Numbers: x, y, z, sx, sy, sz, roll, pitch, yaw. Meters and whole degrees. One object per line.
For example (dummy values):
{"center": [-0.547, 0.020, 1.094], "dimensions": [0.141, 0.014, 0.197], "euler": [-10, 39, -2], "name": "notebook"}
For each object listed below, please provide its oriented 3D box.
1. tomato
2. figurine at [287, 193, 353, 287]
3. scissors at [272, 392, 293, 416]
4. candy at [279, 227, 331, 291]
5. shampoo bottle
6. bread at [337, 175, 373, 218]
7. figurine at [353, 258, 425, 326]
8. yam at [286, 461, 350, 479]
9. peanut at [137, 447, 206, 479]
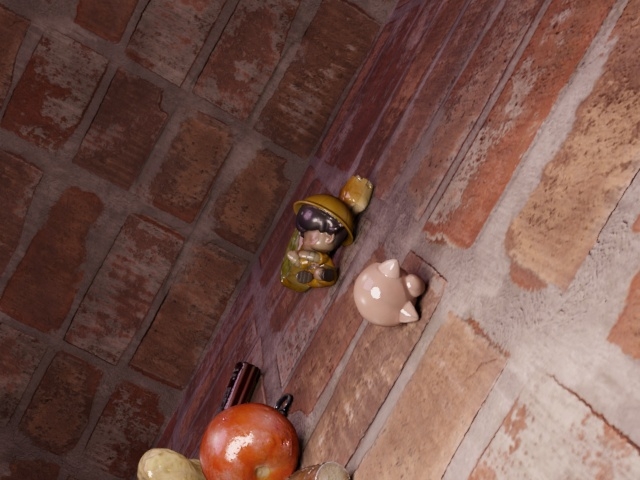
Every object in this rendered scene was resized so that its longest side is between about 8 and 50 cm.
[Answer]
{"center": [-0.148, 0.435, 1.503], "dimensions": [0.208, 0.208, 0.184], "euler": [-62, 29, 1], "name": "tomato"}
{"center": [0.004, 0.001, 1.972], "dimensions": [0.192, 0.167, 0.256], "euler": [-6, 76, 52], "name": "figurine"}
{"center": [-0.142, 0.469, 1.873], "dimensions": [0.300, 0.022, 0.109], "euler": [-48, 15, 55], "name": "scissors"}
{"center": [-0.043, 0.031, 2.213], "dimensions": [0.259, 0.118, 0.260], "euler": [-61, 11, 20], "name": "candy"}
{"center": [-0.273, 0.527, 2.169], "dimensions": [0.129, 0.084, 0.323], "euler": [-49, 18, 61], "name": "shampoo bottle"}
{"center": [0.089, -0.119, 2.059], "dimensions": [0.125, 0.082, 0.106], "euler": [-42, 17, 54], "name": "bread"}
{"center": [0.123, 0.097, 1.334], "dimensions": [0.138, 0.125, 0.125], "euler": [-22, 40, 57], "name": "figurine"}
{"center": [-0.005, 0.424, 1.245], "dimensions": [0.141, 0.079, 0.079], "euler": [-44, 21, 55], "name": "yam"}
{"center": [-0.289, 0.507, 1.521], "dimensions": [0.124, 0.256, 0.123], "euler": [-20, 45, 21], "name": "peanut"}
